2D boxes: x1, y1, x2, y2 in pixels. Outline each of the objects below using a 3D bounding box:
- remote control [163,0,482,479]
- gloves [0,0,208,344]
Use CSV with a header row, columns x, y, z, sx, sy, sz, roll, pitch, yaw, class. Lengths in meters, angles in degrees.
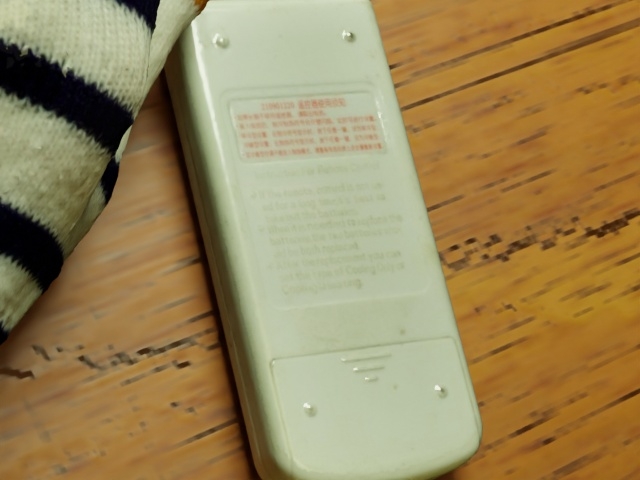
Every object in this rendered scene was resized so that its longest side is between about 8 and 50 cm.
x,y,z,sx,sy,sz,roll,pitch,yaw,class
0.000,0.000,0.717,0.088,0.029,0.190,-7,72,-27,remote control
-0.110,-0.080,0.638,0.140,0.131,0.218,21,81,-5,gloves
